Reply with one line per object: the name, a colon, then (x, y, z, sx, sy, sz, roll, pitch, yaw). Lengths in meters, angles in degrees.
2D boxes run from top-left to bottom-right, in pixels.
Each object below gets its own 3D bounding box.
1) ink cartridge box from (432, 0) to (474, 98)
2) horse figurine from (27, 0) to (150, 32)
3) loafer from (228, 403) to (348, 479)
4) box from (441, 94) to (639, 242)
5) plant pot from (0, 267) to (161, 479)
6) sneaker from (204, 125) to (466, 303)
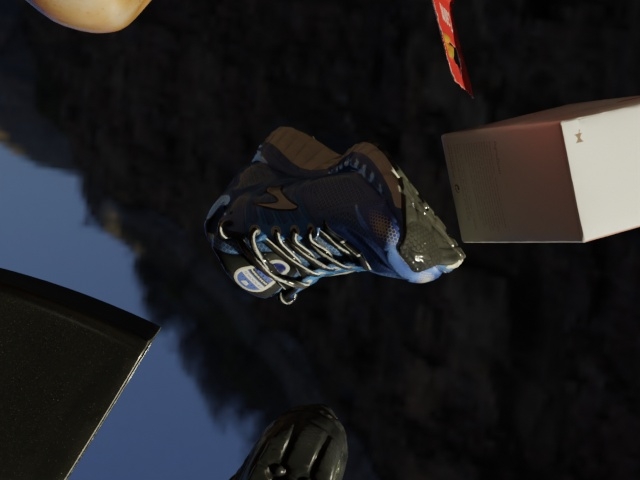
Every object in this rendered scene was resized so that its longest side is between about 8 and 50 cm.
ink cartridge box: (0.098, -0.224, 1.280, 0.056, 0.225, 0.181, -17, 178, 10)
horse figurine: (-0.069, -0.143, 0.620, 0.066, 0.174, 0.263, 34, 160, 0)
loafer: (-0.046, 0.201, 1.102, 0.076, 0.223, 0.078, 29, -165, 3)
box: (0.196, -0.055, 1.346, 0.130, 0.091, 0.170, -14, -173, -25)
plant pot: (-0.259, 0.116, 1.502, 0.167, 0.188, 0.187, 33, 180, -3)
sneaker: (0.000, 0.000, 1.480, 0.147, 0.130, 0.330, -44, -158, -14)
